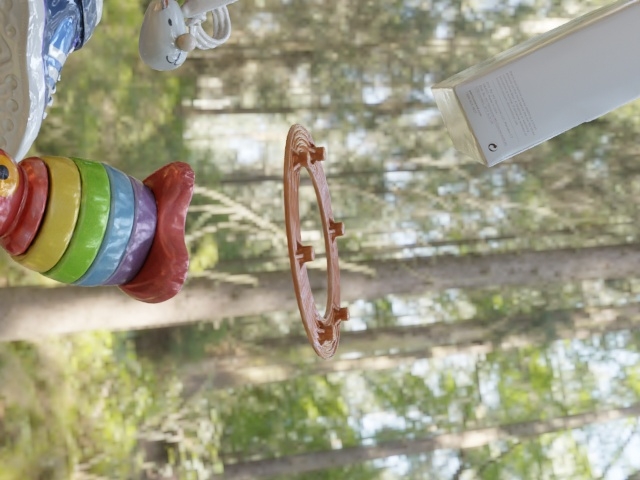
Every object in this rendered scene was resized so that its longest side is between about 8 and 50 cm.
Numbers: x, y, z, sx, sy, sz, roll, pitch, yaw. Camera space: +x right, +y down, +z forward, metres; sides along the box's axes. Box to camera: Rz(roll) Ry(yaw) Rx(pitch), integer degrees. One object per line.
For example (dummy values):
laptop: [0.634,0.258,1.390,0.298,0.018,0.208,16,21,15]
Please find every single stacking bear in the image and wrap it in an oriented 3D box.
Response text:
stacking bear: [-0.316,-0.033,1.466,0.164,0.289,0.175,-23,-122,49]

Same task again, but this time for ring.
ring: [0.000,0.000,1.758,0.336,0.032,0.336,-6,90,-80]

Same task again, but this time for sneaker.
sneaker: [-0.411,-0.277,1.872,0.130,0.236,0.323,23,-62,17]

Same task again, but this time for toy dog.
toy dog: [-0.171,-0.419,1.780,0.161,0.220,0.334,5,-72,38]

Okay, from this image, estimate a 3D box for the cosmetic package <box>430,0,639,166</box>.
cosmetic package: [0.278,-0.191,1.387,0.377,0.284,0.097,-82,149,-83]
